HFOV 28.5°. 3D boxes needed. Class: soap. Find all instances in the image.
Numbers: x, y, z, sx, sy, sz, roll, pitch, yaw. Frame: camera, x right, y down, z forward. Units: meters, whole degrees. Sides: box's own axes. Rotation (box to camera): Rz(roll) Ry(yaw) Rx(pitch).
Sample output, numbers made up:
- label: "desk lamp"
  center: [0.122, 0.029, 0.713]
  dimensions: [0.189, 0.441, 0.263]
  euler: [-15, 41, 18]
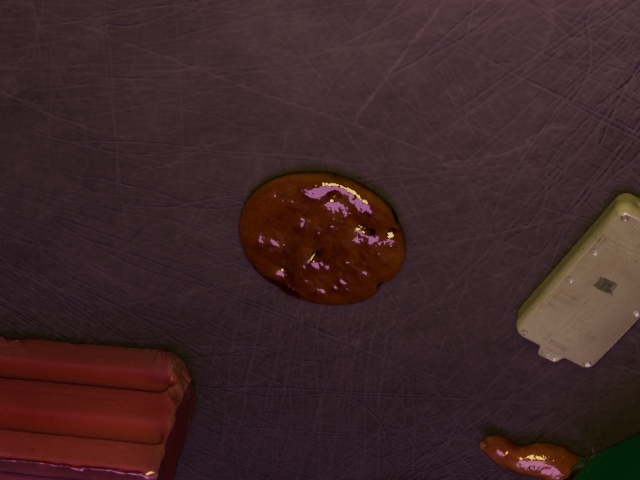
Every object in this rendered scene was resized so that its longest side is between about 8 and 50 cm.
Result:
- label: "soap"
  center: [-0.366, 0.250, 1.727]
  dimensions: [0.360, 0.233, 0.128]
  euler: [5, 131, 7]

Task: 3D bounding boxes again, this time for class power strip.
- label: "power strip"
  center: [0.349, 0.052, 1.543]
  dimensions: [0.118, 0.046, 0.270]
  euler: [27, 130, -8]

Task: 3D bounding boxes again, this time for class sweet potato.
- label: "sweet potato"
  center: [0.315, 0.308, 1.754]
  dimensions: [0.202, 0.055, 0.058]
  euler: [18, 95, 0]

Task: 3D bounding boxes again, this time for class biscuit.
- label: "biscuit"
  center: [0.000, 0.000, 1.578]
  dimensions: [0.212, 0.036, 0.212]
  euler: [6, 129, 8]

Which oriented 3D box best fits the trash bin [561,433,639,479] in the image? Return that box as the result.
- label: "trash bin"
  center: [0.503, 0.320, 1.582]
  dimensions: [0.381, 0.295, 0.259]
  euler: [-29, 96, 43]
